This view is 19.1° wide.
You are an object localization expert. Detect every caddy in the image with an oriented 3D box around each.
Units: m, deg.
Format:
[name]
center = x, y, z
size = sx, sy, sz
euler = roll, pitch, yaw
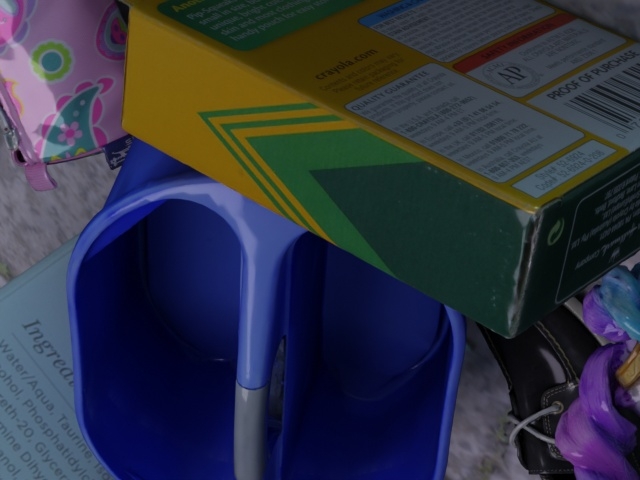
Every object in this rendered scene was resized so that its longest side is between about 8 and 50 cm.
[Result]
[caddy]
center = -0.031, 0.060, 1.189
size = 0.241, 0.179, 0.341
euler = 8, 135, 5

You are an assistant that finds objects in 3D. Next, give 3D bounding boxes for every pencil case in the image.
[pencil case]
center = -0.217, -0.182, 1.335
size = 0.124, 0.124, 0.284
euler = 0, 120, 49

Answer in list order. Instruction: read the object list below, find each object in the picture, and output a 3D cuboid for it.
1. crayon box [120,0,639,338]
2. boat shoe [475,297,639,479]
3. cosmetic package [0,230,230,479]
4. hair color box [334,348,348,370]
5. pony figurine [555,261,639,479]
[crayon box]
center = 0.039, -0.083, 1.052
size = 0.323, 0.203, 0.083
euler = 29, 128, 29
[boat shoe]
center = 0.159, 0.115, 1.218
size = 0.084, 0.079, 0.233
euler = -18, 106, 56
[cosmetic package]
center = -0.201, 0.219, 1.433
size = 0.327, 0.394, 0.329
euler = 52, 148, 1
[hair color box]
center = 0.000, 0.000, 1.313
size = 0.093, 0.053, 0.167
euler = 30, 142, 26
[pony figurine]
center = 0.209, 0.208, 1.058
size = 0.363, 0.351, 0.303
euler = 46, -176, 9
